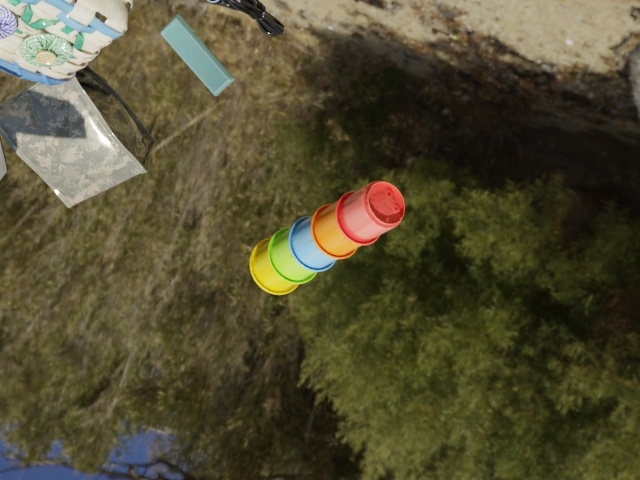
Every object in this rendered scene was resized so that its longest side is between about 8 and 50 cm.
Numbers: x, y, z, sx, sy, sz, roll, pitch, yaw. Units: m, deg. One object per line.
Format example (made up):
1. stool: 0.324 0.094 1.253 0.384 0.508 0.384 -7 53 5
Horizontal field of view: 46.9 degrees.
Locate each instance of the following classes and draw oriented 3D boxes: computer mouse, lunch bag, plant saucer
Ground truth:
1. computer mouse: -0.180 -0.381 1.064 0.262 0.060 0.184 40 -173 13
2. lunch bag: -0.558 -0.252 1.669 0.287 0.235 0.169 55 -159 -36
3. plant saucer: -0.283 -0.419 1.679 0.192 0.067 0.018 48 -154 -14

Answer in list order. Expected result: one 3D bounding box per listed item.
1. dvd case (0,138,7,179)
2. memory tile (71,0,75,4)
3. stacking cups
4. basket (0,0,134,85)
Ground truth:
1. dvd case: -0.528 -0.076 1.042 0.022 0.180 0.253 18 -128 1
2. memory tile: -0.501 -0.526 1.446 0.012 0.113 0.148 -3 144 35
3. stacking cups: 0.000 0.000 1.044 0.096 0.096 0.316 16 158 -23
4. basket: -0.383 -0.301 0.870 0.288 0.201 0.254 -4 163 37
